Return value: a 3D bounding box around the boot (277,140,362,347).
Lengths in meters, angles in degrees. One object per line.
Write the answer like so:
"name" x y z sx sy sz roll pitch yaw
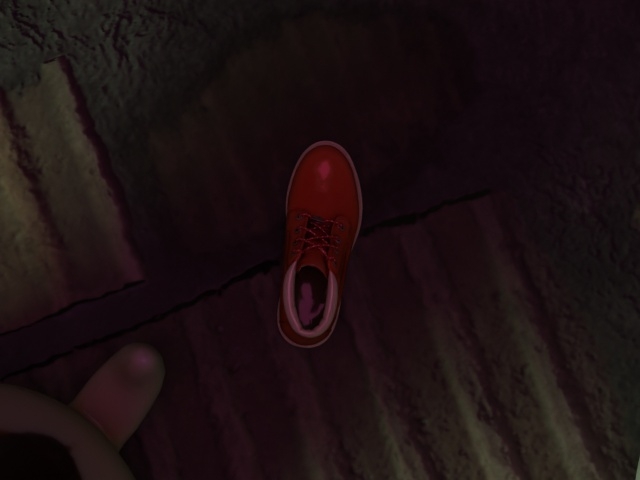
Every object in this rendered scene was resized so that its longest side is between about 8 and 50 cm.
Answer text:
"boot" 0.000 0.000 0.876 0.059 0.084 0.157 5 84 1

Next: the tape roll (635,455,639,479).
"tape roll" 0.360 0.192 0.828 0.246 0.169 0.246 0 86 -2

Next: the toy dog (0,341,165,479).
"toy dog" -0.232 0.231 0.689 0.395 0.408 0.284 -36 88 -4
